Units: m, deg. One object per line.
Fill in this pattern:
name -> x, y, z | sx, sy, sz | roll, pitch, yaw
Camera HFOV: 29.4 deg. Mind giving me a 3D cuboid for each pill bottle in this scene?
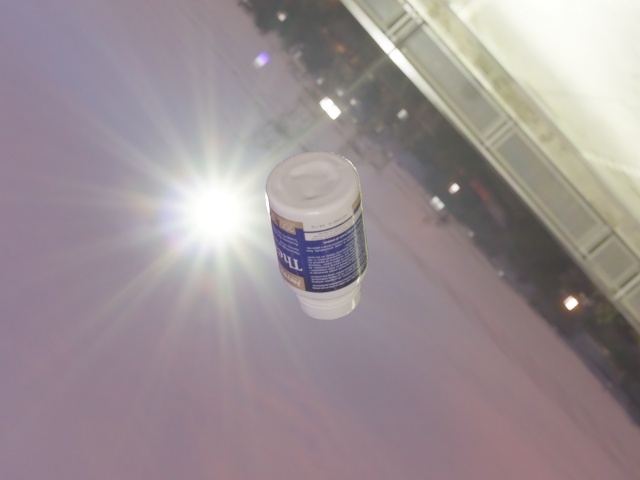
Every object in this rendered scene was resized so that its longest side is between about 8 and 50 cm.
pill bottle -> 0.000, 0.000, 0.881 | 0.067, 0.067, 0.120 | 55, 162, 42
